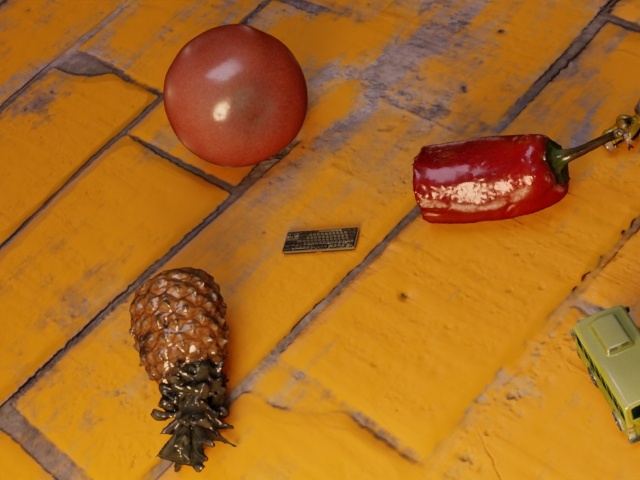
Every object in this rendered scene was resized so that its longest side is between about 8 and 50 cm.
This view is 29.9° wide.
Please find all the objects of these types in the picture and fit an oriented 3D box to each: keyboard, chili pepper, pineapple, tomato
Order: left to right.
[{"bbox_3d":[-0.196,0.209,1.813,0.169,0.169,0.340,-21,54,5],"label":"pineapple"},{"bbox_3d":[-0.149,-0.255,2.127,0.256,0.255,0.224,-31,30,-5],"label":"tomato"},{"bbox_3d":[0.000,0.000,1.997,0.129,0.015,0.049,-4,49,20],"label":"keyboard"},{"bbox_3d":[0.319,-0.106,1.878,0.338,0.131,0.134,-9,23,20],"label":"chili pepper"}]

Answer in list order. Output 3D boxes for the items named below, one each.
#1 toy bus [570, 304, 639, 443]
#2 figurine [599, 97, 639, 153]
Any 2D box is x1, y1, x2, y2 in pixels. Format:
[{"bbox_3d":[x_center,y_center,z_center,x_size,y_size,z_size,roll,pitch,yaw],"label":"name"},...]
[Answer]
[{"bbox_3d":[0.411,0.173,1.613,0.088,0.101,0.175,-24,44,1],"label":"toy bus"},{"bbox_3d":[0.516,-0.196,1.924,0.143,0.068,0.101,-20,36,29],"label":"figurine"}]
